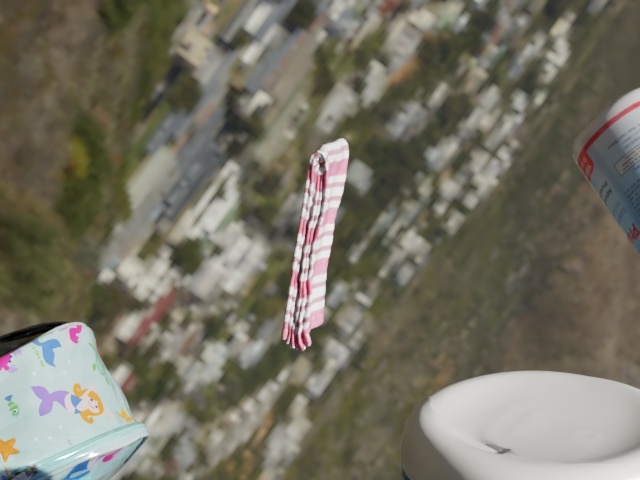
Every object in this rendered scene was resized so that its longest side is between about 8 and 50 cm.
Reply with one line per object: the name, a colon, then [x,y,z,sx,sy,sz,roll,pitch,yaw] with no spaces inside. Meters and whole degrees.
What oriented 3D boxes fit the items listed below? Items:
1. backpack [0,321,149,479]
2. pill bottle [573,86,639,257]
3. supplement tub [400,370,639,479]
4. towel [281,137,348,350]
backpack: [-0.242,0.172,1.209,0.253,0.191,0.225,-31,170,-28]
pill bottle: [0.246,-0.021,1.175,0.087,0.160,0.087,-24,154,-12]
supplement tub: [0.112,0.181,0.883,0.144,0.144,0.200,-47,139,-66]
towel: [0.000,0.000,1.708,0.144,0.029,0.197,-48,148,-77]
